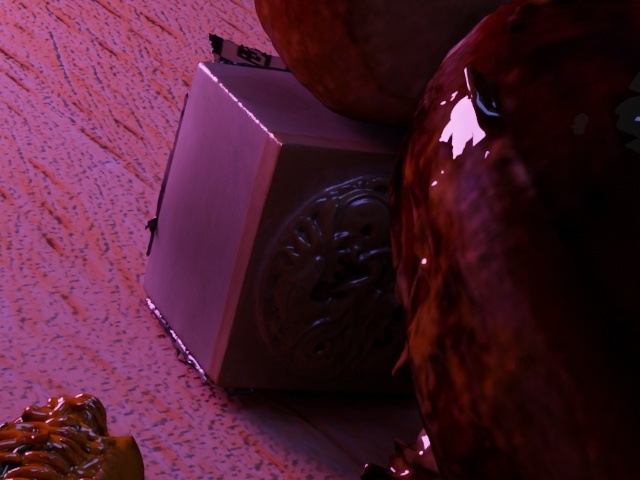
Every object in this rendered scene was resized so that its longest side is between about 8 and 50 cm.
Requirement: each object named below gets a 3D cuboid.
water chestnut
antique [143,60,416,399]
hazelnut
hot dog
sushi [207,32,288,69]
[{"bbox_3d":[0.142,0.049,0.765,0.350,0.302,0.350,41,28,-27],"label":"water chestnut"},{"bbox_3d":[0.000,0.000,0.928,0.147,0.152,0.148,3,23,-30],"label":"antique"},{"bbox_3d":[0.042,-0.119,0.888,0.154,0.143,0.143,16,20,-27],"label":"hazelnut"},{"bbox_3d":[-0.126,0.116,0.708,0.072,0.055,0.188,17,24,8],"label":"hot dog"},{"bbox_3d":[0.070,-0.057,1.088,0.279,0.192,0.043,20,67,16],"label":"sushi"}]
